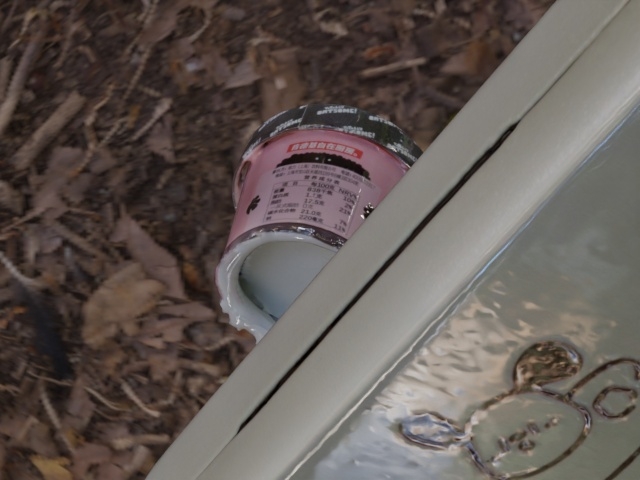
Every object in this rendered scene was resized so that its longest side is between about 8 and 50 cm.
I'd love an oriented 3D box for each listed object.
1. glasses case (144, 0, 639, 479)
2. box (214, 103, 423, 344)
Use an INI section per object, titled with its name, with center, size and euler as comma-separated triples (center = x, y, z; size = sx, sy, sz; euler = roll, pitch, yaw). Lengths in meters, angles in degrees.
[glasses case]
center = 0.066, 0.042, 0.480
size = 0.131, 0.070, 0.313
euler = 27, 120, -26
[box]
center = 0.000, 0.000, 0.999
size = 0.151, 0.151, 0.135
euler = 40, 38, -17
